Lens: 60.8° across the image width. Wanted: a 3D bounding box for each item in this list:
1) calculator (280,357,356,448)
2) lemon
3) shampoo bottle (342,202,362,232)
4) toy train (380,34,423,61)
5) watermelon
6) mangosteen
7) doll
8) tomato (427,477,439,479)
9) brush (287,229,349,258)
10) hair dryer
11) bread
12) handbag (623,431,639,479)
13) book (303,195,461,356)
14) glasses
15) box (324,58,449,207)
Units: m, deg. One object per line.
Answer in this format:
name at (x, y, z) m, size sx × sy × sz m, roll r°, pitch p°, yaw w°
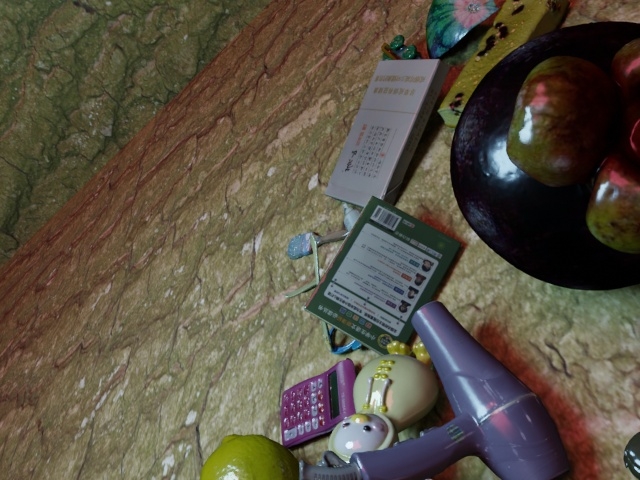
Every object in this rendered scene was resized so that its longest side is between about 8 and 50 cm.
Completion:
calculator at (-0.003, 0.317, 1.053) m, size 0.190 × 0.034 × 0.127 m, roll -33°, pitch 41°, yaw 28°
lemon at (-0.113, 0.444, 0.934) m, size 0.184 × 0.184 × 0.248 m, roll -37°, pitch 51°, yaw 16°
shampoo bottle at (0.087, -0.032, 1.236) m, size 0.056 × 0.056 × 0.195 m, roll -40°, pitch 40°, yaw 11°
toy train at (0.212, -0.448, 1.437) m, size 0.136 × 0.091 × 0.228 m, roll -49°, pitch 37°, yaw 17°
watermelon at (0.320, -0.531, 1.355) m, size 0.146 × 0.128 × 0.231 m, roll -59°, pitch 13°, yaw -1°
mangosteen at (0.368, -0.102, 0.724) m, size 0.382 × 0.382 × 0.435 m, roll -35°, pitch 4°, yaw 18°
doll at (0.099, 0.263, 0.856) m, size 0.141 × 0.117 × 0.296 m, roll 1°, pitch 20°, yaw 31°
tomato at (0.132, 0.443, 0.765) m, size 0.236 × 0.095 × 0.237 m, roll -25°, pitch 47°, yaw 30°
brush at (0.000, 0.000, 1.327) m, size 0.196 × 0.021 × 0.070 m, roll -13°, pitch 50°, yaw 34°
hair dryer at (0.128, 0.244, 0.755) m, size 0.361 × 0.121 × 0.301 m, roll -13°, pitch 49°, yaw -24°
bread at (0.408, -0.408, 1.218) m, size 0.138 × 0.077 × 0.361 m, roll 19°, pitch 73°, yaw 50°
handbag at (0.420, 0.280, 0.655) m, size 0.072 × 0.047 × 0.111 m, roll -48°, pitch 38°, yaw -6°
book at (0.120, 0.068, 1.046) m, size 0.202 × 0.027 × 0.264 m, roll 29°, pitch 78°, yaw 10°
glasses at (0.036, 0.092, 1.116) m, size 0.239 × 0.207 × 0.102 m, roll -55°, pitch -3°, yaw -9°
box at (0.150, -0.252, 1.296) m, size 0.204 × 0.051 × 0.365 m, roll 23°, pitch 90°, yaw 50°
